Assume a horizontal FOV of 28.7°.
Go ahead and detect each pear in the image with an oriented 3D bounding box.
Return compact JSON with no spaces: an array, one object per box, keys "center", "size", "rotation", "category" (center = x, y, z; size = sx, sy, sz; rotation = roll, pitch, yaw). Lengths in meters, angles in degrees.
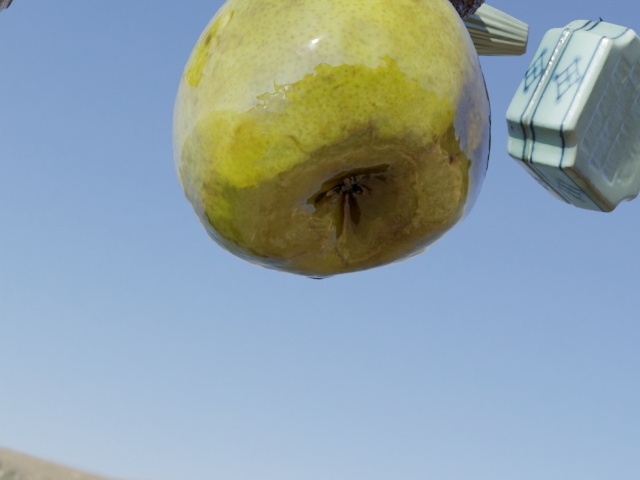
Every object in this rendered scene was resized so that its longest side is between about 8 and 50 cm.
[{"center":[0.008,-0.126,1.161],"size":[0.304,0.304,0.304],"rotation":[15,-18,5],"category":"pear"}]

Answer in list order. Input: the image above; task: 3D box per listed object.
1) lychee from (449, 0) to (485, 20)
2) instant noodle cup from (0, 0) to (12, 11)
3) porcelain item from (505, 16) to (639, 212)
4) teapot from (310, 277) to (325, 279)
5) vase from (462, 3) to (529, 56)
[{"center":[0.233,-0.509,2.380],"size":[0.188,0.188,0.188],"rotation":[15,-18,5],"category":"lychee"},{"center":[-0.654,-0.537,2.512],"size":[0.090,0.274,0.274],"rotation":[19,-17,-24],"category":"instant noodle cup"},{"center":[0.462,-0.216,2.151],"size":[0.157,0.286,0.281],"rotation":[20,-9,46],"category":"porcelain item"},{"center":[0.000,0.000,1.664],"size":[0.129,0.098,0.078],"rotation":[9,21,-32],"category":"teapot"},{"center":[0.304,-0.435,2.555],"size":[0.248,0.128,0.128],"rotation":[13,-17,-3],"category":"vase"}]
